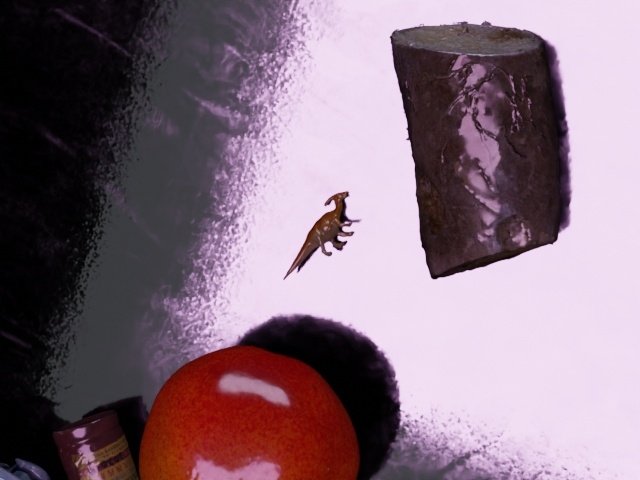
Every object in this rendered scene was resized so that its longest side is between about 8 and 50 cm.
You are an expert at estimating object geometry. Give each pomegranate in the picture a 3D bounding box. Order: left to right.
[{"bbox_3d":[-0.078,0.234,1.372,0.220,0.221,0.257,18,69,12],"label":"pomegranate"}]

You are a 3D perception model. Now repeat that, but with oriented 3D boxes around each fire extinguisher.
[{"bbox_3d":[-0.224,0.316,1.516,0.075,0.106,0.252,-20,93,-22],"label":"fire extinguisher"}]

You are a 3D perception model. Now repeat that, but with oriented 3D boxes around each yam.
[{"bbox_3d":[0.156,-0.092,1.321,0.154,0.154,0.255,-6,93,16],"label":"yam"}]

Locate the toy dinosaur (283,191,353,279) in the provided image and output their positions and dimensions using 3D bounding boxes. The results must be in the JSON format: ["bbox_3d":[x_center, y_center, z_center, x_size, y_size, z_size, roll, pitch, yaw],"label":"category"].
[{"bbox_3d":[0.003,0.001,1.429,0.041,0.026,0.113,31,94,17],"label":"toy dinosaur"}]

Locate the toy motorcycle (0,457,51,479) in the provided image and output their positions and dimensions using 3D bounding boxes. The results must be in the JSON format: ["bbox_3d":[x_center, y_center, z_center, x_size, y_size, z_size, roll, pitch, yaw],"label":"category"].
[{"bbox_3d":[-0.351,0.326,1.497,0.260,0.154,0.206,26,133,13],"label":"toy motorcycle"}]
